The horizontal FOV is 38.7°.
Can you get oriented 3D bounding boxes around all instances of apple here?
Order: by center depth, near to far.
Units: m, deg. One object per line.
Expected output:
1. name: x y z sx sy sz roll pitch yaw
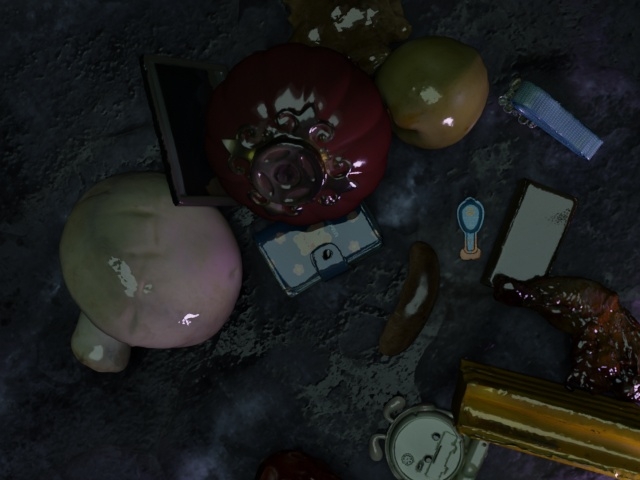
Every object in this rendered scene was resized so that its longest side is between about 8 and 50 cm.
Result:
1. apple: 0.183 -0.245 1.515 0.199 0.200 0.200 0 90 5

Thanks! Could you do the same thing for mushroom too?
1. mushroom: -0.286 0.063 1.506 0.315 0.315 0.356 19 84 5
2. mushroom: 0.160 0.105 1.568 0.072 0.094 0.210 19 88 8

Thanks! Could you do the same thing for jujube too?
1. jujube: -0.014 0.460 1.558 0.230 0.155 0.155 34 93 -6

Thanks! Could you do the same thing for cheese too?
1. cheese: 0.262 -0.021 1.591 0.047 0.017 0.111 0 90 8

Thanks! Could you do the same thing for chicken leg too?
1. chicken leg: 0.433 0.152 1.527 0.177 0.083 0.323 -37 88 -24

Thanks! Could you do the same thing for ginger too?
1. ginger: 0.024 -0.354 1.563 0.270 0.123 0.219 -44 85 15

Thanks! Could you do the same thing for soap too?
1. soap: 0.375 0.291 1.492 0.324 0.204 0.096 14 95 6

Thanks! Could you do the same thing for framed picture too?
1. framed picture: -0.202 -0.183 1.539 0.018 0.192 0.266 -24 77 40

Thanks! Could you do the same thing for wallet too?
1. wallet: 0.361 0.001 1.575 0.110 0.031 0.198 22 93 4
2. wallet: 0.000 0.000 1.594 0.202 0.059 0.141 -30 90 4

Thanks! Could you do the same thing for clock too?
1. clock: 0.184 0.359 1.578 0.190 0.062 0.152 23 92 5

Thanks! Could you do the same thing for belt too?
1. belt: 0.396 -0.205 1.558 0.179 0.100 0.065 37 92 -11

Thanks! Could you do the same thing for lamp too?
1. lamp: -0.036 -0.167 1.463 0.303 0.257 0.303 3 126 5
